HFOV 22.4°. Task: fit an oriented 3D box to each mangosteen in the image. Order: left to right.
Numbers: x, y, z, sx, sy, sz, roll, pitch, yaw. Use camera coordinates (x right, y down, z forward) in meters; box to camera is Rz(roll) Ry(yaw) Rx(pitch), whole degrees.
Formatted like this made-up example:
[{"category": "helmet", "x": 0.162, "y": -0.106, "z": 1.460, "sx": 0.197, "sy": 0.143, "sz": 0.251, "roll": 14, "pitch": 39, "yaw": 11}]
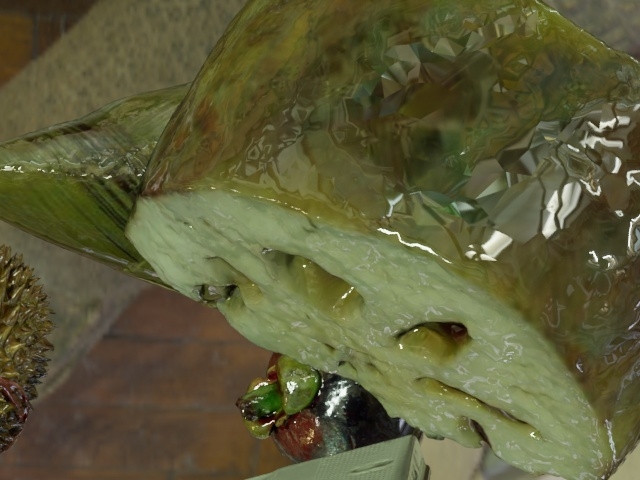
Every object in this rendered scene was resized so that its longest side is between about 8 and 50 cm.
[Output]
[{"category": "mangosteen", "x": 0.017, "y": 0.177, "z": 1.816, "sx": 0.216, "sy": 0.216, "sz": 0.216, "roll": -3, "pitch": 125, "yaw": -4}]

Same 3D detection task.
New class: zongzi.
[{"category": "zongzi", "x": 0.000, "y": 0.000, "z": 0.778, "sx": 0.300, "sy": 0.286, "sz": 0.138, "roll": -6, "pitch": 117, "yaw": -46}]

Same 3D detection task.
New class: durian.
[{"category": "durian", "x": -0.499, "y": 0.138, "z": 2.034, "sx": 0.347, "sy": 0.384, "sz": 0.348, "roll": -3, "pitch": 118, "yaw": -6}]

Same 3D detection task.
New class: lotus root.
[{"category": "lotus root", "x": 0.042, "y": -0.015, "z": 0.592, "sx": 0.235, "sy": 0.119, "sz": 0.138, "roll": 27, "pitch": 153, "yaw": 15}]

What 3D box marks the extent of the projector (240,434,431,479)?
[{"category": "projector", "x": -0.005, "y": 0.288, "z": 1.372, "sx": 0.242, "sy": 0.163, "sz": 0.177, "roll": -17, "pitch": 101, "yaw": 13}]
